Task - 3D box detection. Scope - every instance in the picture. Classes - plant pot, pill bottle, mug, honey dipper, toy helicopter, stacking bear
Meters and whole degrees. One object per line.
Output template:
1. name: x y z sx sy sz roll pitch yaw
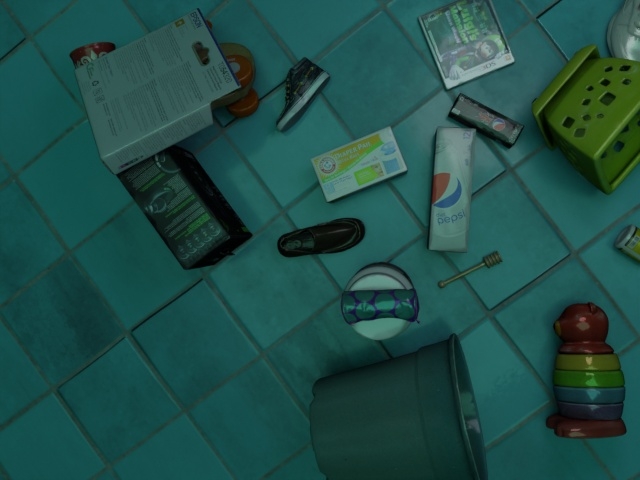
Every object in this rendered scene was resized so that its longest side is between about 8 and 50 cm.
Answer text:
1. plant pot: 0.599 -0.270 1.465 0.227 0.228 0.207 -50 57 6
2. pill bottle: 0.740 0.020 1.545 0.116 0.065 0.065 35 95 5
3. mug: -0.520 -0.389 1.650 0.150 0.113 0.169 -14 94 38
4. honey dipper: 0.353 0.072 1.610 0.161 0.030 0.030 -26 88 10
5. plant pot: 0.170 0.406 1.501 0.334 0.341 0.341 -14 90 14
6. pill bottle: 0.132 0.134 1.506 0.161 0.283 0.161 0 91 7
7. toy helicopter: -0.331 -0.385 1.616 0.355 0.140 0.235 -20 65 -6
8. stacking bear: 0.596 0.285 1.527 0.164 0.175 0.289 -2 84 9

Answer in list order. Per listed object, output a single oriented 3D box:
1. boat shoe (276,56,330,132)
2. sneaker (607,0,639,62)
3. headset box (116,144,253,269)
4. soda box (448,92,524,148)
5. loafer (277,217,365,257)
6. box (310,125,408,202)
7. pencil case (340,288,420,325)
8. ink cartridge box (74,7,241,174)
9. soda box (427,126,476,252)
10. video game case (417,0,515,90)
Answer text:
1. boat shoe: -0.064 -0.351 1.633 0.083 0.065 0.183 40 89 7
2. sneaker: 0.725 -0.525 1.493 0.114 0.152 0.305 14 94 4
3. headset box: -0.300 -0.068 1.569 0.131 0.246 0.283 -36 86 5
4. soda box: 0.385 -0.279 1.581 0.169 0.060 0.053 30 93 6
5. loafer: 0.000 0.000 1.621 0.220 0.078 0.080 -15 89 7
6. box: 0.091 -0.175 1.595 0.203 0.103 0.114 -22 89 6
7. pencil case: 0.118 0.131 1.331 0.152 0.064 0.070 -4 75 7
8. ink cartridge box: -0.360 -0.338 1.499 0.330 0.071 0.324 -26 54 -2
9. soda box: 0.303 -0.116 1.576 0.091 0.098 0.286 4 92 7
10. video game case: 0.345 -0.475 1.601 0.173 0.022 0.190 -22 89 6
